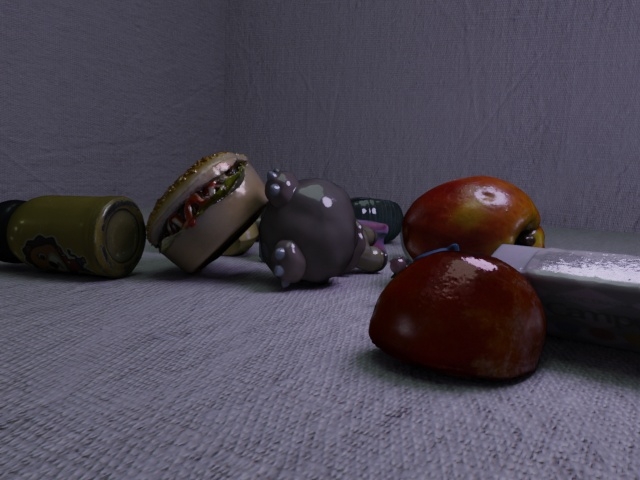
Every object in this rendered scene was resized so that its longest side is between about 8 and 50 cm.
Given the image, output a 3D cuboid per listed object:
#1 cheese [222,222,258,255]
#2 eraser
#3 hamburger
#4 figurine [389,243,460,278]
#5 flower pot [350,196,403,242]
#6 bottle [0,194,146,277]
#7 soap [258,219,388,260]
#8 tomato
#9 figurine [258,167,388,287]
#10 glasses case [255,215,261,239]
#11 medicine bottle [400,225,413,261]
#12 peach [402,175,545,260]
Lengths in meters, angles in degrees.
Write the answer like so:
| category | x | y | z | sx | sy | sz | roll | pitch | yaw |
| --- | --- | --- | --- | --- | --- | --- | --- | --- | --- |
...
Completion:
| category | x | y | z | sx | sy | sz | roll | pitch | yaw |
| --- | --- | --- | --- | --- | --- | --- | --- | --- | --- |
| cheese | -0.305 | -0.031 | 1.686 | 0.259 | 0.128 | 0.316 | 10 | 13 | 1 |
| eraser | 0.434 | 0.089 | 0.751 | 0.396 | 0.082 | 0.213 | 6 | -32 | 38 |
| hamburger | -0.246 | -0.066 | 1.273 | 0.170 | 0.302 | 0.302 | 47 | 2 | -2 |
| figurine | 0.190 | 0.071 | 1.046 | 0.144 | 0.114 | 0.178 | -8 | -2 | -17 |
| flower pot | 0.170 | -0.069 | 1.979 | 0.243 | 0.157 | 0.189 | -2 | 6 | -23 |
| bottle | -0.569 | -0.012 | 1.239 | 0.351 | 0.172 | 0.171 | 1 | 6 | 18 |
| soap | 0.000 | 0.000 | 1.542 | 0.323 | 0.109 | 0.193 | -4 | 8 | -36 |
| tomato | 0.184 | 0.083 | 0.736 | 0.200 | 0.140 | 0.233 | 15 | 12 | 35 |
| figurine | 0.017 | -0.007 | 1.256 | 0.203 | 0.248 | 0.380 | -11 | -16 | 33 |
| glasses case | -0.191 | -0.050 | 1.952 | 0.425 | 0.098 | 0.156 | 1 | 11 | -6 |
| medicine bottle | 0.288 | -0.011 | 1.545 | 0.147 | 0.147 | 0.143 | 3 | 9 | 8 |
| peach | 0.309 | -0.013 | 1.183 | 0.280 | 0.238 | 0.281 | -8 | 14 | 2 |
